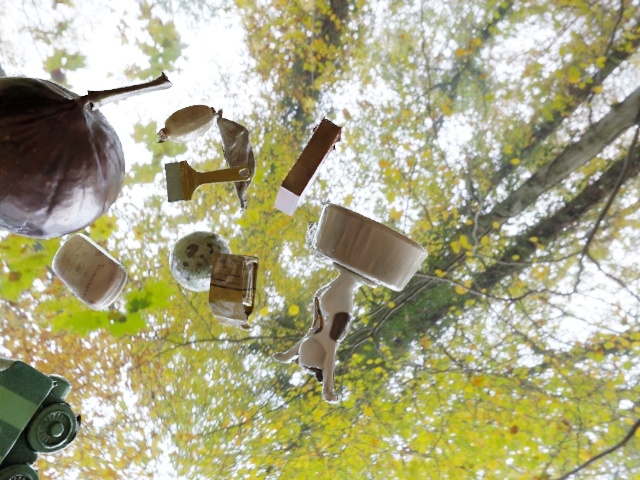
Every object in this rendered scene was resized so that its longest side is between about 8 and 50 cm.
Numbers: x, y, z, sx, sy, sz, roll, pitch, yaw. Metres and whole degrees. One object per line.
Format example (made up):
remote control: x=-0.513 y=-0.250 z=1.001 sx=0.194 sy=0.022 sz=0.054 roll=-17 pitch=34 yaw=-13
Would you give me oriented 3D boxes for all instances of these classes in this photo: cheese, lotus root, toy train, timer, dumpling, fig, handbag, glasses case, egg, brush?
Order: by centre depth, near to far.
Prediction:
fig: x=-0.317 y=-0.114 z=0.620 sx=0.204 sy=0.250 sz=0.186 roll=35 pitch=-130 yaw=-26
timer: x=0.029 y=0.096 z=0.815 sx=0.175 sy=0.175 sz=0.265 roll=26 pitch=-90 yaw=-1
glasses case: x=-0.372 y=0.046 z=0.849 sx=0.204 sy=0.051 sz=0.081 roll=22 pitch=-107 yaw=43
toy train: x=-0.607 y=0.366 z=0.981 sx=0.238 sy=0.167 sz=0.299 roll=55 pitch=-135 yaw=-38
brush: x=-0.221 y=-0.123 z=1.039 sx=0.205 sy=0.011 sz=0.083 roll=-4 pitch=-87 yaw=24
handbag: x=-0.026 y=-0.155 z=1.104 sx=0.063 sy=0.127 sz=0.190 roll=31 pitch=-109 yaw=-1
lotus root: x=-0.289 y=-0.253 z=1.154 sx=0.150 sy=0.073 sz=0.062 roll=-32 pitch=-122 yaw=-22
cheese: x=0.000 y=0.000 z=1.167 sx=0.044 sy=0.194 sz=0.064 roll=5 pitch=-79 yaw=-10
egg: x=-0.338 y=0.059 z=1.498 sx=0.177 sy=0.228 sz=0.176 roll=-1 pitch=-85 yaw=-11
dumpling: x=-0.253 y=-0.265 z=1.700 sx=0.086 sy=0.332 sz=0.166 roll=-6 pitch=-157 yaw=8

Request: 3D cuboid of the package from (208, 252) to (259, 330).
package: x=-0.145 y=0.086 z=0.879 sx=0.071 sy=0.047 sz=0.131 roll=9 pitch=-84 yaw=23
